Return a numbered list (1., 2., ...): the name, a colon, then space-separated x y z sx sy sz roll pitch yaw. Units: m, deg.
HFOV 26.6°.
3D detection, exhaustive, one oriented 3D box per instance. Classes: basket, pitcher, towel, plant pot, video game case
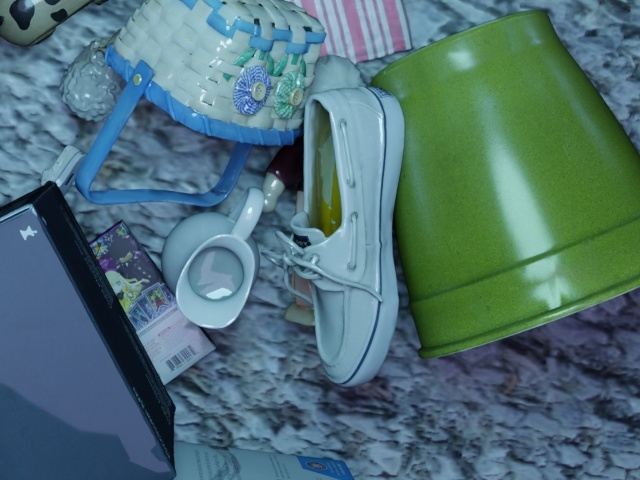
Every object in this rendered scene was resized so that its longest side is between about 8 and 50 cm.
1. basket: -0.143 -0.165 1.594 0.201 0.255 0.289 44 116 25
2. pitcher: -0.122 0.009 1.689 0.125 0.207 0.178 29 92 -11
3. towel: 0.013 -0.294 1.760 0.197 0.029 0.144 -16 100 -9
4. plant pot: 0.231 -0.083 1.683 0.366 0.366 0.353 -21 88 -5
5. video game case: -0.289 0.123 1.764 0.232 0.042 0.210 -37 101 -2

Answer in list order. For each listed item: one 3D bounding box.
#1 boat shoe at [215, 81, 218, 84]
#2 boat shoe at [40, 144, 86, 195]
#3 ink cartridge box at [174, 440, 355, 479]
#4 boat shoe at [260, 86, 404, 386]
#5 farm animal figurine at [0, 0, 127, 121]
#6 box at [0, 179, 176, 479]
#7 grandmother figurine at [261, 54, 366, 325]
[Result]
1. boat shoe: -0.119 -0.225 1.739 0.049 0.056 0.152 10 106 16
2. boat shoe: -0.341 -0.079 1.736 0.035 0.035 0.100 37 96 16
3. ink cartridge box: -0.110 0.354 1.730 0.307 0.223 0.129 8 97 -9
4. boat shoe: 0.005 0.000 1.608 0.156 0.136 0.367 -3 105 -36
5. farm animal figurine: -0.289 -0.356 1.631 0.330 0.172 0.327 41 91 -11
6. box: -0.321 0.128 1.580 0.179 0.312 0.343 -27 98 -3
7. grandmother figurine: 0.006 -0.067 1.741 0.208 0.104 0.342 -6 102 -41
